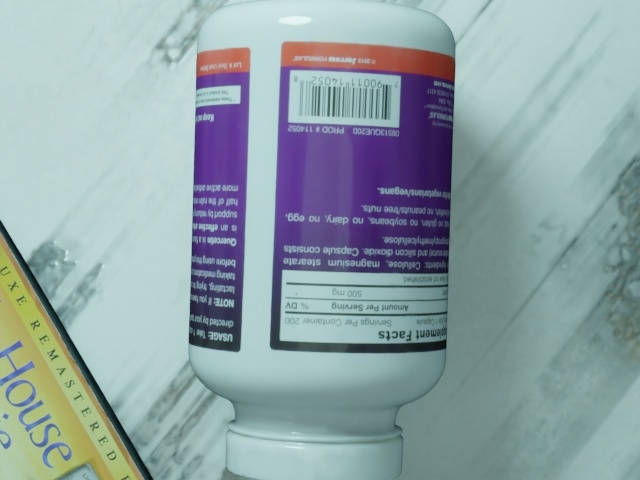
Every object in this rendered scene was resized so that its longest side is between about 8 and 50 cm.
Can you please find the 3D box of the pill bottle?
[{"bbox_3d":[0.000,0.000,1.118,0.181,0.181,0.323,2,91,-6],"label":"pill bottle"}]

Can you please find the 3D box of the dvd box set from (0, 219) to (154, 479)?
[{"bbox_3d":[-0.344,0.205,1.143,0.420,0.062,0.307,-31,94,-5],"label":"dvd box set"}]
